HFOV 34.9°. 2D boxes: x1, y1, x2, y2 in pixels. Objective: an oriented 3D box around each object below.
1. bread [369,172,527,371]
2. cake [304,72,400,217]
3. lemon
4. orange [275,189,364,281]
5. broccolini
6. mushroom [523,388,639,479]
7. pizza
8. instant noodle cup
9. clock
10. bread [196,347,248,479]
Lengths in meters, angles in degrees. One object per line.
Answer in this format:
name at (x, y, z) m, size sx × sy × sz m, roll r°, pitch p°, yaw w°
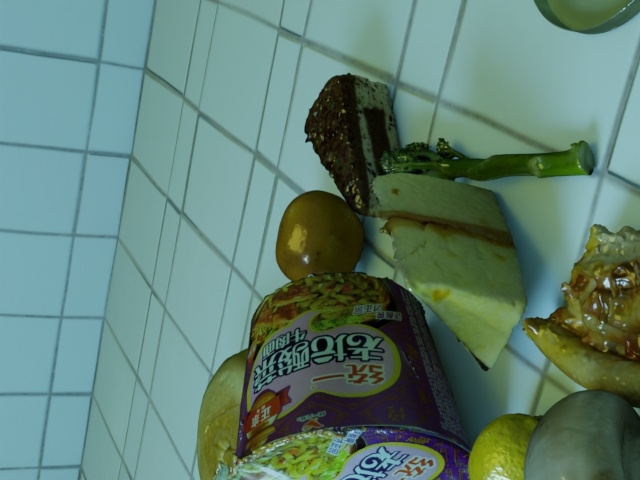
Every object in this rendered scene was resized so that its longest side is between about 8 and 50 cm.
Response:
bread at (0.135, 0.028, 1.247) m, size 0.240 × 0.178 × 0.135 m, roll -97°, pitch 24°, yaw -52°
cake at (0.073, -0.147, 1.521) m, size 0.135 × 0.112 × 0.246 m, roll -67°, pitch 32°, yaw 28°
lemon at (0.225, 0.254, 1.161) m, size 0.133 × 0.109 × 0.109 m, roll -63°, pitch 34°, yaw 23°
orange at (0.000, 0.000, 1.618) m, size 0.159 × 0.136 × 0.159 m, roll -165°, pitch 90°, yaw -80°
broccolini at (0.211, -0.106, 1.318) m, size 0.392 × 0.078 × 0.074 m, roll 2°, pitch 78°, yaw 56°
mushroom at (0.286, 0.233, 0.949) m, size 0.209 × 0.206 × 0.206 m, roll -46°, pitch 47°, yaw 50°
pizza at (0.325, 0.078, 1.021) m, size 0.365 × 0.073 × 0.182 m, roll 8°, pitch 102°, yaw 63°
instant noodle cup at (0.029, 0.214, 1.350) m, size 0.340 × 0.339 × 0.266 m, roll 124°, pitch 150°, yaw -45°
clock at (0.317, -0.351, 1.151) m, size 0.235 × 0.029 × 0.235 m, roll -15°, pitch 73°, yaw 62°
bread at (-0.096, 0.333, 1.736) m, size 0.333 × 0.160 × 0.333 m, roll -15°, pitch 73°, yaw 60°
